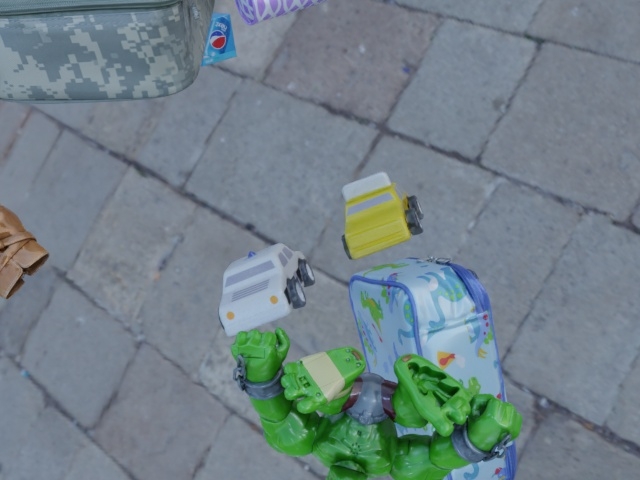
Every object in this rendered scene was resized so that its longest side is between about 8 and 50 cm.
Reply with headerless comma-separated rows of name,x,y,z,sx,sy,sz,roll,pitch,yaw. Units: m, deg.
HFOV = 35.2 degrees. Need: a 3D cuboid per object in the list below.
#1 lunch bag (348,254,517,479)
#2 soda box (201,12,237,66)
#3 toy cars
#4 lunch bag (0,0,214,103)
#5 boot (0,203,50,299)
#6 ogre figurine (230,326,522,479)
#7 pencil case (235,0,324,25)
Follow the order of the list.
lunch bag,0.103,0.125,0.967,0.176,0.090,0.219,-177,73,-70
soda box,-0.225,-0.318,1.568,0.210,0.071,0.067,16,123,45
toy cars,0.000,0.000,1.261,0.176,0.394,0.087,-11,105,51
lunch bag,-0.211,-0.293,0.919,0.213,0.256,0.305,-3,33,2
boot,-0.483,0.034,1.371,0.152,0.073,0.197,40,73,6
ogre figurine,0.033,0.129,0.725,0.118,0.197,0.096,100,166,-48
pencil case,-0.045,-0.423,1.661,0.088,0.206,0.086,66,157,-3
